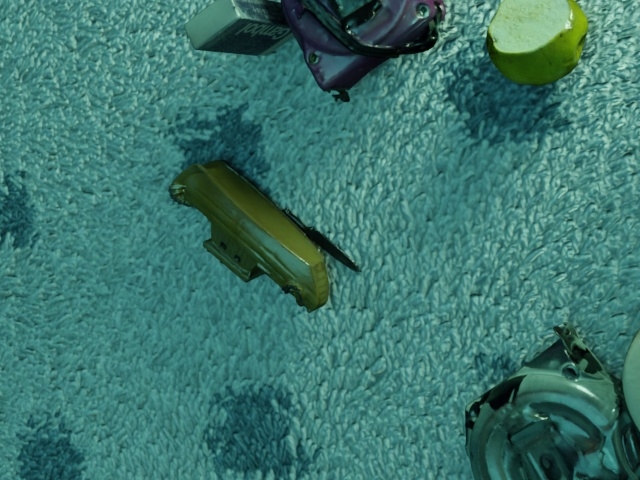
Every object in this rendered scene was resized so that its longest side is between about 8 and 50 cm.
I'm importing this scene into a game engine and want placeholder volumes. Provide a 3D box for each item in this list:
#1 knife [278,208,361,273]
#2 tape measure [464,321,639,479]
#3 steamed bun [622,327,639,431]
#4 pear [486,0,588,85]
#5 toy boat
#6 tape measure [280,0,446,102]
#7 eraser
[{"bbox_3d":[0.000,0.000,1.797,0.170,0.010,0.023,38,118,15],"label":"knife"},{"bbox_3d":[0.335,0.294,1.599,0.256,0.147,0.275,-41,78,26],"label":"tape measure"},{"bbox_3d":[0.505,0.207,1.501,0.164,0.146,0.242,-42,79,24],"label":"steamed bun"},{"bbox_3d":[0.304,-0.275,1.555,0.141,0.104,0.141,-13,56,21],"label":"pear"},{"bbox_3d":[-0.114,0.000,1.810,0.321,0.089,0.121,42,120,15],"label":"toy boat"},{"bbox_3d":[0.059,-0.357,1.638,0.231,0.149,0.245,-33,83,27],"label":"tape measure"},{"bbox_3d":[-0.111,-0.322,1.691,0.092,0.212,0.046,-30,82,26],"label":"eraser"}]
